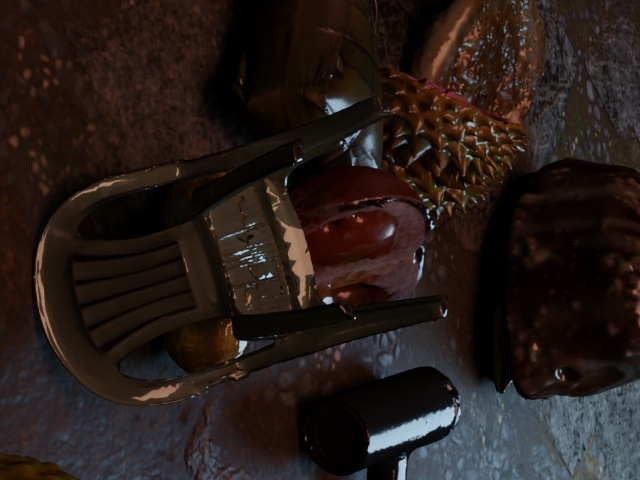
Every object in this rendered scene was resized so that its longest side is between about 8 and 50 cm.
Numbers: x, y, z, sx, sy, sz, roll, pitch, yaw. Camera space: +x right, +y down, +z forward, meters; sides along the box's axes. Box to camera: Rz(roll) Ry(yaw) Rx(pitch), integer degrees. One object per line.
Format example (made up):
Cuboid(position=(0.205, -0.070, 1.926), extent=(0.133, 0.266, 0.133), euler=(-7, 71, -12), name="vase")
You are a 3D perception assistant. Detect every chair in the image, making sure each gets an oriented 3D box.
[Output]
Cuboid(position=(-0.074, 0.015, 1.222), extent=(0.190, 0.275, 0.203), euler=(-15, 87, -55), name="chair")

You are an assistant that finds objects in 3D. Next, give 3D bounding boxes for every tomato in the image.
Cuboid(position=(0.000, 0.000, 1.456), extent=(0.228, 0.199, 0.112), euler=(100, -31, -52), name="tomato")

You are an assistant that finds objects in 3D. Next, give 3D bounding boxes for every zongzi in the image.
Cuboid(position=(0.020, -0.173, 1.542), extent=(0.289, 0.123, 0.260), euler=(51, 43, -55), name="zongzi")

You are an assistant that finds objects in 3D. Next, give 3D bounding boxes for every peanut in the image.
Cuboid(position=(-0.104, 0.024, 1.354), extent=(0.087, 0.087, 0.206), euler=(6, 84, -56), name="peanut")

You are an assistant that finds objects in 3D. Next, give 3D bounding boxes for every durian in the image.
Cuboid(position=(0.124, -0.104, 1.668), extent=(0.261, 0.154, 0.186), euler=(5, 120, -34), name="durian")

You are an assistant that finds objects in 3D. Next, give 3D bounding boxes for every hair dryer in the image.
Cuboid(position=(0.068, 0.272, 1.590), extent=(0.197, 0.089, 0.251), euler=(-7, 99, -56), name="hair dryer")

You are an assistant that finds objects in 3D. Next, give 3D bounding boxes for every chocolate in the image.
Cuboid(position=(0.365, 0.046, 1.897), extent=(0.225, 0.210, 0.340), euler=(48, 41, -43), name="chocolate")

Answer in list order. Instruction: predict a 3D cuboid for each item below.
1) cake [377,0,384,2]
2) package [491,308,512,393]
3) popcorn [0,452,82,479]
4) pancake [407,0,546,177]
Cuboid(position=(0.173, -0.395, 1.620), extent=(0.237, 0.309, 0.230), euler=(-19, 98, -51), name="cake")
Cuboid(position=(0.251, 0.141, 1.914), extent=(0.121, 0.031, 0.108), euler=(4, 84, -61), name="package")
Cuboid(position=(-0.214, 0.280, 0.989), extent=(0.247, 0.282, 0.282), euler=(65, 32, -67), name="popcorn")
Cuboid(position=(0.200, -0.202, 1.833), extent=(0.282, 0.049, 0.282), euler=(-21, 117, -50), name="pancake")
